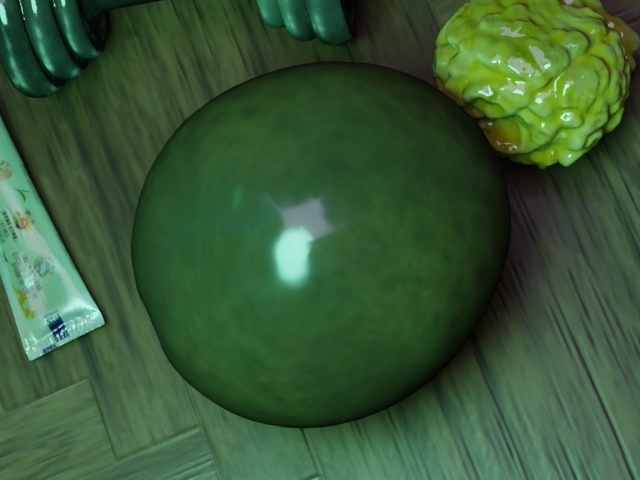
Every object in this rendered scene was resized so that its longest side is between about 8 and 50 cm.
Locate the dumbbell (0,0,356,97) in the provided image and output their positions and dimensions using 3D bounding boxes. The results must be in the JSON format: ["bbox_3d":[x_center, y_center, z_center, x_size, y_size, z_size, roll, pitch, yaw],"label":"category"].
[{"bbox_3d":[-0.134,-0.238,1.788,0.406,0.179,0.179,-9,73,8],"label":"dumbbell"}]

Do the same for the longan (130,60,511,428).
[{"bbox_3d":[0.000,0.000,1.643,0.319,0.319,0.318,-3,74,11],"label":"longan"}]

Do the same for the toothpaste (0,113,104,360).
[{"bbox_3d":[-0.293,-0.045,1.833,0.056,0.058,0.314,-12,70,-38],"label":"toothpaste"}]

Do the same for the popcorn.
[{"bbox_3d":[0.188,-0.150,1.715,0.180,0.170,0.180,-7,75,29],"label":"popcorn"}]
